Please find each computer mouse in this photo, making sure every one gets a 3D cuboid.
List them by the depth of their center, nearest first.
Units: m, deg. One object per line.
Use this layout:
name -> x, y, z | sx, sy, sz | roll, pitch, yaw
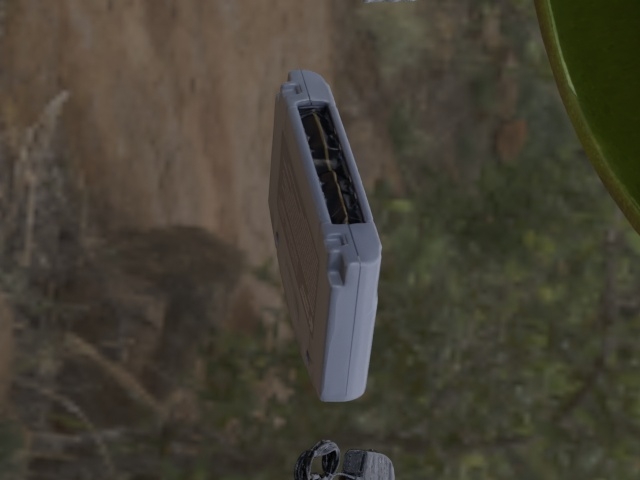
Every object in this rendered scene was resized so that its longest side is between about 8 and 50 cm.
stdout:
computer mouse -> 0.017, 0.232, 1.664 | 0.242, 0.041, 0.071 | 30, 61, -65

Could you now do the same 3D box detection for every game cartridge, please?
game cartridge -> 0.000, 0.000, 1.607 | 0.294, 0.060, 0.196 | -106, -160, -48

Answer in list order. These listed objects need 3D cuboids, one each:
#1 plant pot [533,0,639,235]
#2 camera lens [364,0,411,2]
plant pot -> 0.337, -0.160, 0.722 | 0.353, 0.366, 0.366 | -12, 111, -29
camera lens -> 0.055, -0.354, 1.332 | 0.219, 0.219, 0.274 | -69, 161, -44
